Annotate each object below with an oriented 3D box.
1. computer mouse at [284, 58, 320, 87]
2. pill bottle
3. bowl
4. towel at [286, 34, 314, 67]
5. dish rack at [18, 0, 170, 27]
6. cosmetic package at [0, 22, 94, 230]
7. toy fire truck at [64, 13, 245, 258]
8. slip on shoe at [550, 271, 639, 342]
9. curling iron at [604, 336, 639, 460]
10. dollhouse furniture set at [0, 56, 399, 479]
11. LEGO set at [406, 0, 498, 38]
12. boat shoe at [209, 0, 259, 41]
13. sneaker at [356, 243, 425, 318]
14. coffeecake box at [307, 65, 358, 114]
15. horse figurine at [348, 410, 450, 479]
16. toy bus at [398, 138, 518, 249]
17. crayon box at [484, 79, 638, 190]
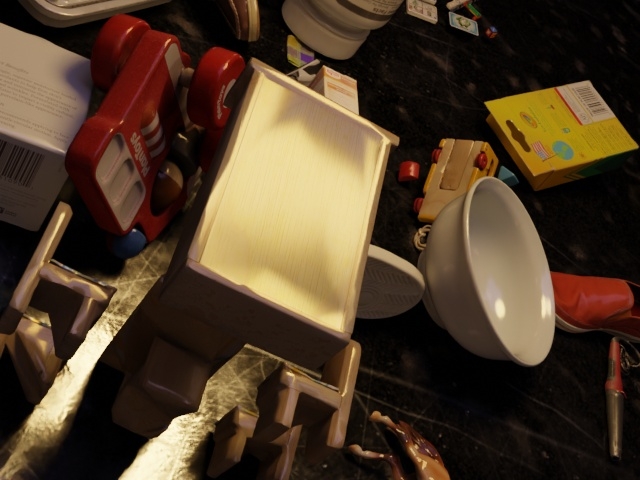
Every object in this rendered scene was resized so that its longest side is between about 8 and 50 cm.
[{"bbox_3d":[-0.045,-0.271,1.524,0.042,0.106,0.193,63,31,-11],"label":"computer mouse"},{"bbox_3d":[0.089,-0.525,1.628,0.204,0.361,0.204,25,39,-21],"label":"pill bottle"},{"bbox_3d":[0.243,0.059,1.375,0.298,0.134,0.297,29,53,-47],"label":"bowl"},{"bbox_3d":[-0.037,-0.352,1.656,0.060,0.009,0.083,23,43,-22],"label":"towel"},{"bbox_3d":[-0.400,-0.459,1.419,0.285,0.072,0.333,48,40,7],"label":"dish rack"},{"bbox_3d":[-0.381,-0.142,1.085,0.151,0.151,0.183,21,44,-23],"label":"cosmetic package"},{"bbox_3d":[-0.217,-0.115,1.114,0.170,0.302,0.253,21,66,9],"label":"toy fire truck"},{"bbox_3d":[0.515,0.109,1.608,0.332,0.101,0.123,14,49,-27],"label":"slip on shoe"},{"bbox_3d":[0.518,0.266,1.518,0.068,0.035,0.274,35,40,-7],"label":"curling iron"},{"bbox_3d":[-0.110,0.045,0.933,0.362,0.394,0.256,27,51,-15],"label":"dollhouse furniture set"},{"bbox_3d":[0.303,-0.550,2.091,0.244,0.060,0.182,15,51,-18],"label":"LEGO set"},{"bbox_3d":[-0.212,-0.486,1.578,0.123,0.123,0.341,-20,71,-14],"label":"boat shoe"},{"bbox_3d":[0.000,0.000,1.282,0.350,0.131,0.148,23,36,-27],"label":"sneaker"},{"bbox_3d":[-0.003,-0.163,1.409,0.068,0.142,0.185,21,44,-24],"label":"coffeecake box"},{"bbox_3d":[0.097,0.329,1.108,0.174,0.066,0.263,36,42,2],"label":"horse figurine"},{"bbox_3d":[0.242,-0.079,1.552,0.104,0.202,0.190,42,19,-51],"label":"toy bus"},{"bbox_3d":[0.496,-0.224,1.875,0.319,0.081,0.202,-14,64,-31],"label":"crayon box"}]
